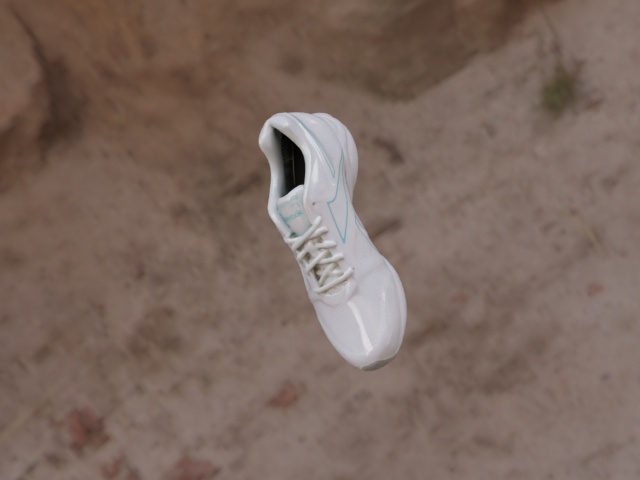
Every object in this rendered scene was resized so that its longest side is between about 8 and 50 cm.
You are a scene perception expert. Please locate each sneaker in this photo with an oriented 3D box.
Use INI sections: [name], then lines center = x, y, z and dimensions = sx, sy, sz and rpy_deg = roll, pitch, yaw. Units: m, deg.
[sneaker]
center = 0.000, 0.000, 1.062
dimensions = 0.053, 0.061, 0.152
rpy_deg = -27, 73, 26
